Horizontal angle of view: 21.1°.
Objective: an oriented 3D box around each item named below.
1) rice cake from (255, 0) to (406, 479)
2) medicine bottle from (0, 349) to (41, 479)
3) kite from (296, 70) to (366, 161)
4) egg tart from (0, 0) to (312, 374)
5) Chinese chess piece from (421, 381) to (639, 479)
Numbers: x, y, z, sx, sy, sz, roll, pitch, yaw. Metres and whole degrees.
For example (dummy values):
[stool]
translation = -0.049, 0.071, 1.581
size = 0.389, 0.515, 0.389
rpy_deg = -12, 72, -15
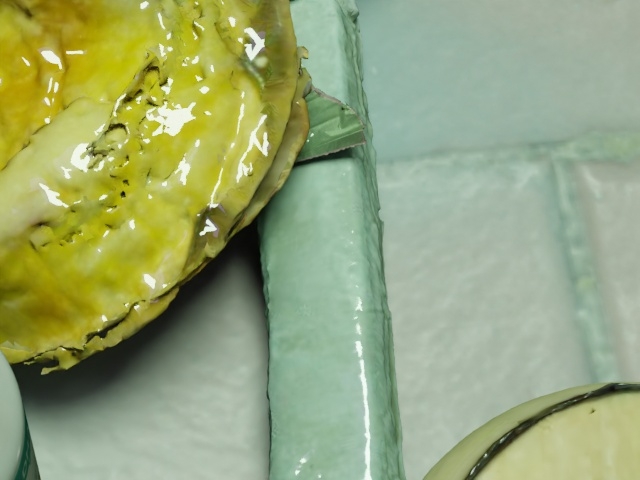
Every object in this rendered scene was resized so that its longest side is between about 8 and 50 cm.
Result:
[rice cake]
translation = 0.000, 0.000, 0.901
size = 0.066, 0.063, 0.336
rpy_deg = -9, 64, 11
[medicine bottle]
translation = -0.195, 0.093, 0.753
size = 0.135, 0.215, 0.135
rpy_deg = 2, 62, -4
[kite]
translation = -0.045, -0.113, 0.937
size = 0.250, 0.012, 0.229
rpy_deg = -47, 55, -1
[egg tart]
translation = -0.154, -0.074, 0.870
size = 0.297, 0.132, 0.297
rpy_deg = -9, 61, 17
[Chinese chess piece]
translation = 0.144, 0.186, 0.777
size = 0.250, 0.103, 0.249
rpy_deg = 4, 66, -10
